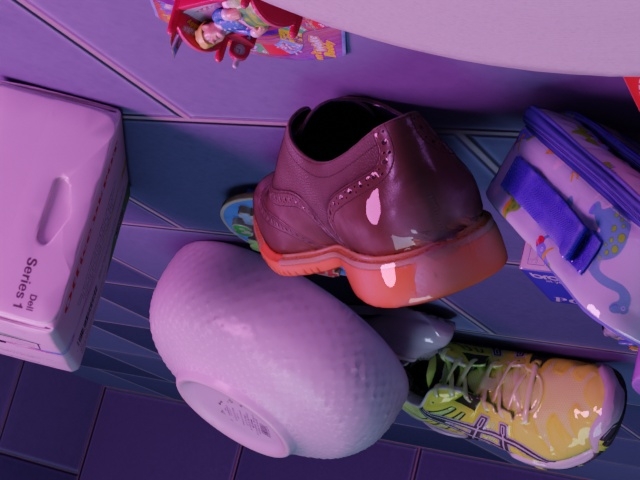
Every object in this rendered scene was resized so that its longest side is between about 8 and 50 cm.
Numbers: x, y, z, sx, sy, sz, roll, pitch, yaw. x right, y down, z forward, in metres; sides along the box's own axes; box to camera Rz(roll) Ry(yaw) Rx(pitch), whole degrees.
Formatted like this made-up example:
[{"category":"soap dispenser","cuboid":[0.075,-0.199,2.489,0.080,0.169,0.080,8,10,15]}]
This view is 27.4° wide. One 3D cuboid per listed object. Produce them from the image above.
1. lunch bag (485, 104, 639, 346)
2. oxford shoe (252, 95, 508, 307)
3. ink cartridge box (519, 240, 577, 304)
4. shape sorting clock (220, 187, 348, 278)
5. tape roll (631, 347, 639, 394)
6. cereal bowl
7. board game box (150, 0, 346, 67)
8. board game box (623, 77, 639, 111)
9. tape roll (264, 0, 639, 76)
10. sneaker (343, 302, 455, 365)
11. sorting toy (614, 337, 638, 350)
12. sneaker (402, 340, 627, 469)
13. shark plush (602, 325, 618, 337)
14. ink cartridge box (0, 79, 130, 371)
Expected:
[{"category":"lunch bag","cuboid":[0.206,0.001,0.805,0.176,0.090,0.219,20,-162,-22]},{"category":"oxford shoe","cuboid":[0.023,-0.047,0.983,0.130,0.132,0.364,-24,-167,-18]},{"category":"ink cartridge box","cuboid":[0.284,0.031,1.112,0.207,0.046,0.097,7,164,30]},{"category":"shape sorting clock","cuboid":[0.000,0.000,1.297,0.206,0.040,0.206,13,167,3]},{"category":"tape roll","cuboid":[0.439,0.123,1.233,0.275,0.090,0.275,14,167,3]},{"category":"cereal bowl","cuboid":[-0.071,0.157,1.571,0.339,0.141,0.339,28,155,14]},{"category":"board game box","cuboid":[-0.053,-0.136,0.820,0.133,0.033,0.168,13,167,5]},{"category":"board game box","cuboid":[0.258,-0.043,0.689,0.193,0.045,0.147,35,179,32]},{"category":"tape roll","cuboid":[0.058,-0.171,0.480,0.392,0.072,0.392,13,166,3]},{"category":"sneaker","cuboid":[0.078,0.132,1.636,0.090,0.094,0.235,25,162,-31]},{"category":"sorting toy","cuboid":[0.367,0.116,1.440,0.083,0.012,0.062,4,163,38]},{"category":"sneaker","cuboid":[0.217,0.203,1.674,0.147,0.145,0.385,24,162,-35]},{"category":"shark plush","cuboid":[0.250,0.070,0.938,0.073,0.067,0.161,29,172,-36]},{"category":"ink cartridge box","cuboid":[-0.259,-0.003,1.209,0.117,0.201,0.278,15,166,-3]}]
